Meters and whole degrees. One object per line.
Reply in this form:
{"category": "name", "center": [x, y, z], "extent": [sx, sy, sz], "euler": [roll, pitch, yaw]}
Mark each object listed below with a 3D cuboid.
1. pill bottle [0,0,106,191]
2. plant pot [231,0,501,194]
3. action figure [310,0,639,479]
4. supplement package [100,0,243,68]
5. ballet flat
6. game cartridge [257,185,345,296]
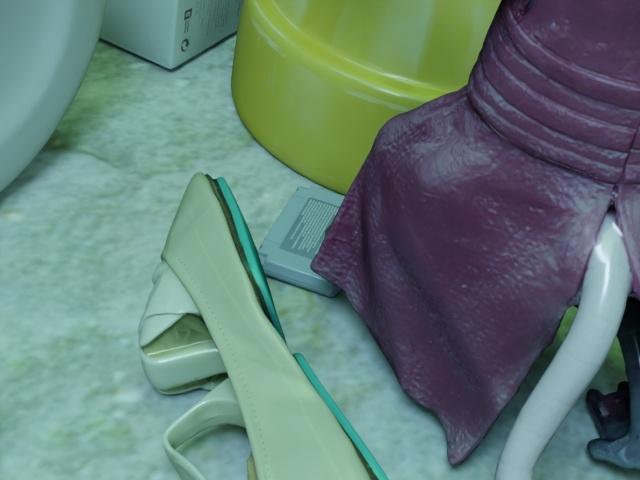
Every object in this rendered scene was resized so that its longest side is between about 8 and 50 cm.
{"category": "pill bottle", "center": [-0.339, -0.181, 0.635], "extent": [0.408, 0.229, 0.229], "euler": [25, 39, 16]}
{"category": "plant pot", "center": [0.080, -0.182, 0.748], "extent": [0.254, 0.239, 0.254], "euler": [7, 37, -5]}
{"category": "action figure", "center": [0.102, -0.060, 0.484], "extent": [0.248, 0.370, 0.275], "euler": [5, 41, -6]}
{"category": "supplement package", "center": [-0.104, -0.290, 0.868], "extent": [0.198, 0.199, 0.263], "euler": [26, 39, 19]}
{"category": "ballet flat", "center": [-0.041, 0.061, 0.535], "extent": [0.086, 0.086, 0.248], "euler": [-7, 42, -24]}
{"category": "game cartridge", "center": [0.000, 0.000, 0.671], "extent": [0.056, 0.017, 0.083], "euler": [16, 37, 11]}
